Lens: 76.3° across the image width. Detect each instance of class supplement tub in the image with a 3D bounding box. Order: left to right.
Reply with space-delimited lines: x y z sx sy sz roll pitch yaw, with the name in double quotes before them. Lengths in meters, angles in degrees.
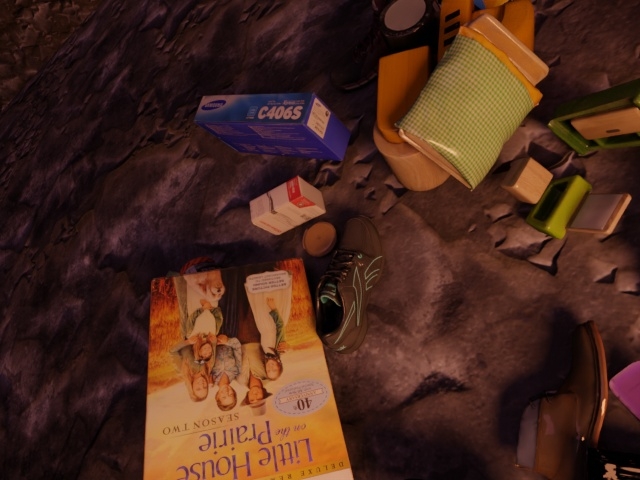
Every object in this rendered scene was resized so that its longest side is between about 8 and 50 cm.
"supplement tub" -0.243 0.132 0.921 0.117 0.117 0.190 -48 56 10

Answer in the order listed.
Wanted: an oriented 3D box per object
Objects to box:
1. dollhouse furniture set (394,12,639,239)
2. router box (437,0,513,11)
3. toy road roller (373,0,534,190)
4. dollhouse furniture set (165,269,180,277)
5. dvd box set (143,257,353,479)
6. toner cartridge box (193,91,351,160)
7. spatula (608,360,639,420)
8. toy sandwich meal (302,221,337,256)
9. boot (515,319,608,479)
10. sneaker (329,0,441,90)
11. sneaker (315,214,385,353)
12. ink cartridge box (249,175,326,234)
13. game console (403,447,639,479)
"dollhouse furniture set" 0.289 -0.153 0.546 0.198 0.301 0.151 -59 14 -1
"router box" 0.323 -0.505 0.817 0.133 0.046 0.179 -41 56 15
"toy road roller" 0.233 -0.265 0.699 0.240 0.202 0.330 -1 71 27
"dollhouse furniture set" -0.376 0.117 1.048 0.151 0.058 0.076 7 77 34
"dvd box set" -0.142 0.232 0.713 0.307 0.062 0.421 -7 53 -10
"toner cartridge box" -0.117 -0.264 0.947 0.347 0.165 0.075 13 80 35
"spatula" 0.481 0.259 0.451 0.296 0.030 0.084 43 139 30
"toy sandwich meal" 0.000 0.000 0.865 0.085 0.029 0.086 -10 67 25
"boot" 0.321 0.215 0.548 0.106 0.082 0.220 0 75 30
"sneaker" 0.111 -0.449 0.863 0.281 0.162 0.107 -27 61 23
"sneaker" 0.052 0.073 0.758 0.101 0.106 0.268 -2 71 34
"ink cartridge box" -0.073 -0.073 0.892 0.135 0.099 0.056 -24 62 24
"game console" 0.269 0.350 0.485 0.360 0.044 0.214 1 86 17
